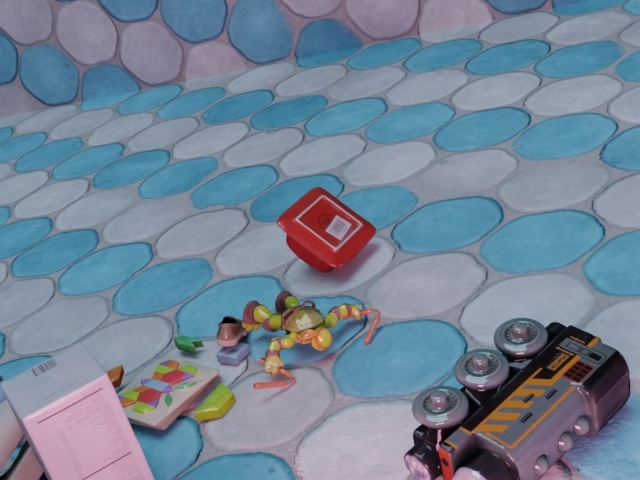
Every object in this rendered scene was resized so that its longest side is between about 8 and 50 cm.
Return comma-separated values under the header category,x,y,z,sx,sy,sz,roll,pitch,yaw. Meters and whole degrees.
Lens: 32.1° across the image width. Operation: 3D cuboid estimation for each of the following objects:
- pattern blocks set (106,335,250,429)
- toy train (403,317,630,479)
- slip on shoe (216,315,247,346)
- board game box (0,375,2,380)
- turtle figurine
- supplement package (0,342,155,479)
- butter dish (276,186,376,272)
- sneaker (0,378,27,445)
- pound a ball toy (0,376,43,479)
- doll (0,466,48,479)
category,x,y,z,sx,sy,sz,roll,pitch,yaw
pattern blocks set,-0.276,0.260,1.914,0.285,0.026,0.325,1,30,24
toy train,0.270,0.232,1.520,0.334,0.142,0.190,-35,40,-30
slip on shoe,-0.163,0.156,2.020,0.051,0.041,0.135,0,10,8
board game box,-0.786,0.288,2.037,0.208,0.056,0.346,15,17,33
turtle figurine,-0.049,0.152,1.934,0.269,0.087,0.217,-32,28,-25
supplement package,-0.353,0.303,1.658,0.139,0.244,0.134,-27,27,-19
butter dish,0.000,0.000,2.183,0.160,0.118,0.160,36,45,11
sneaker,-0.557,0.274,1.955,0.268,0.153,0.101,-7,28,22
pound a ball toy,-0.552,0.346,1.729,0.208,0.136,0.319,-18,21,19
doll,-0.479,0.395,1.790,0.188,0.046,0.129,-13,25,11
